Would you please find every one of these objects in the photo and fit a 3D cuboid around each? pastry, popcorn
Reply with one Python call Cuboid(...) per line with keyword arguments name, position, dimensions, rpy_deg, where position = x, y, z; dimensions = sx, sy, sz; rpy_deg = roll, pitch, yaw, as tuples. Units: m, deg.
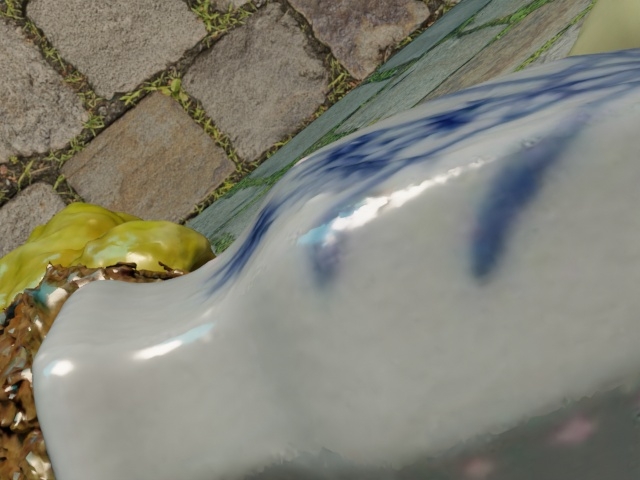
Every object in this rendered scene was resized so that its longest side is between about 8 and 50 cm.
Cuboid(name="pastry", position=(-0.157, 0.120, 0.806), dimensions=(0.275, 0.193, 0.275), rpy_deg=(-11, 49, 14))
Cuboid(name="popcorn", position=(-0.246, 0.099, 1.088), dimensions=(0.293, 0.292, 0.334), rpy_deg=(-2, 14, -33))

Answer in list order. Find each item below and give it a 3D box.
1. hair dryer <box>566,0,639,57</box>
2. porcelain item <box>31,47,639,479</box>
Cuboid(name="hair dryer", position=(0.261, -0.085, 0.723), dimensions=(0.298, 0.119, 0.296), rpy_deg=(0, -30, -30))
Cuboid(name="porcelain item", position=(0.084, 0.025, 0.514), dimensions=(0.405, 0.178, 0.242), rpy_deg=(-23, 13, 2))
